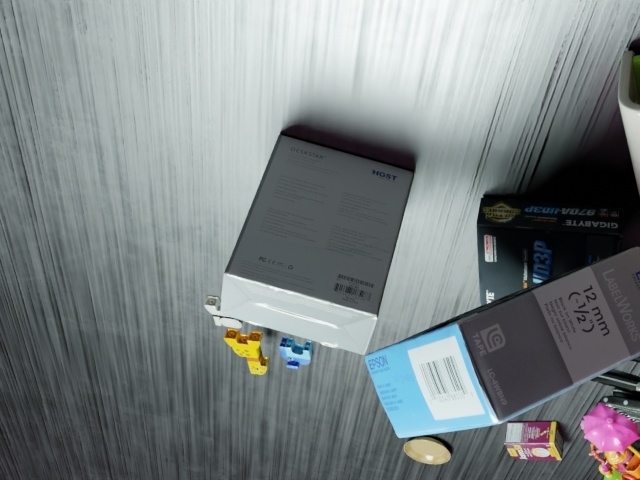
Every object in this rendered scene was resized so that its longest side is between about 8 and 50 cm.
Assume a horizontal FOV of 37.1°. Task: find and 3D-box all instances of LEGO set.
[{"bbox_3d":[-0.075,0.161,1.490,0.227,0.087,0.093,7,140,15],"label":"LEGO set"}]

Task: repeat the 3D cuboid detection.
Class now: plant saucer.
[{"bbox_3d":[0.190,0.370,1.691,0.083,0.015,0.083,11,141,9],"label":"plant saucer"}]

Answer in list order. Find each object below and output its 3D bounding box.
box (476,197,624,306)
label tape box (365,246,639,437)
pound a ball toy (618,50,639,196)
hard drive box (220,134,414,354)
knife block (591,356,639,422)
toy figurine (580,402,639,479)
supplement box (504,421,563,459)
[{"bbox_3d":[0.294,0.040,1.232,0.175,0.051,0.220,5,140,15],"label":"box"},{"bbox_3d":[0.256,0.099,1.060,0.115,0.348,0.249,66,158,6],"label":"label tape box"},{"bbox_3d":[0.426,-0.085,0.966,0.208,0.135,0.319,-4,137,25],"label":"pound a ball toy"},{"bbox_3d":[0.000,0.000,1.153,0.181,0.232,0.089,16,142,3],"label":"hard drive box"},{"bbox_3d":[0.483,0.156,1.204,0.088,0.242,0.276,30,124,-34],"label":"knife block"},{"bbox_3d":[0.462,0.316,1.476,0.159,0.130,0.173,48,159,-14],"label":"toy figurine"},{"bbox_3d":[0.349,0.328,1.558,0.083,0.043,0.055,-7,137,28],"label":"supplement box"}]
